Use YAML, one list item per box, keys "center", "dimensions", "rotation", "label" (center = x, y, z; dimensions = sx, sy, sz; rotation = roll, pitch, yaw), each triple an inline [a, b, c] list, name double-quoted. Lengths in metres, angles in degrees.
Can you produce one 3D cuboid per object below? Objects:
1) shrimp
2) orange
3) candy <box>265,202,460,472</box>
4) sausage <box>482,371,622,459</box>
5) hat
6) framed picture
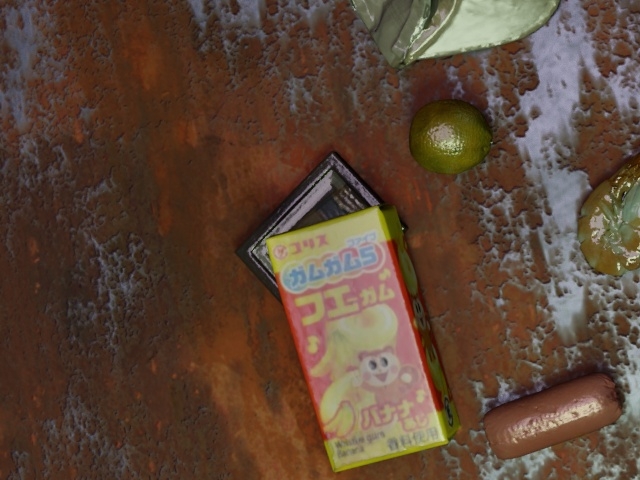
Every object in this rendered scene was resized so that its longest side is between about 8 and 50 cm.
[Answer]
- center: [0.343, -0.049, 1.787]
  dimensions: [0.091, 0.043, 0.184]
  rotation: [31, 98, 19]
  label: "shrimp"
- center: [0.145, -0.116, 1.830]
  dimensions: [0.095, 0.085, 0.085]
  rotation: [6, 90, 15]
  label: "orange"
- center: [0.048, 0.107, 1.835]
  dimensions: [0.146, 0.088, 0.276]
  rotation: [-15, 90, 14]
  label: "candy"
- center: [0.255, 0.192, 1.797]
  dimensions: [0.154, 0.062, 0.062]
  rotation: [-22, 82, 16]
  label: "sausage"
- center: [0.137, -0.315, 1.822]
  dimensions: [0.244, 0.214, 0.149]
  rotation: [-16, 48, -10]
  label: "hat"
- center: [0.000, 0.000, 1.902]
  dimensions: [0.168, 0.023, 0.128]
  rotation: [-46, 77, 11]
  label: "framed picture"
